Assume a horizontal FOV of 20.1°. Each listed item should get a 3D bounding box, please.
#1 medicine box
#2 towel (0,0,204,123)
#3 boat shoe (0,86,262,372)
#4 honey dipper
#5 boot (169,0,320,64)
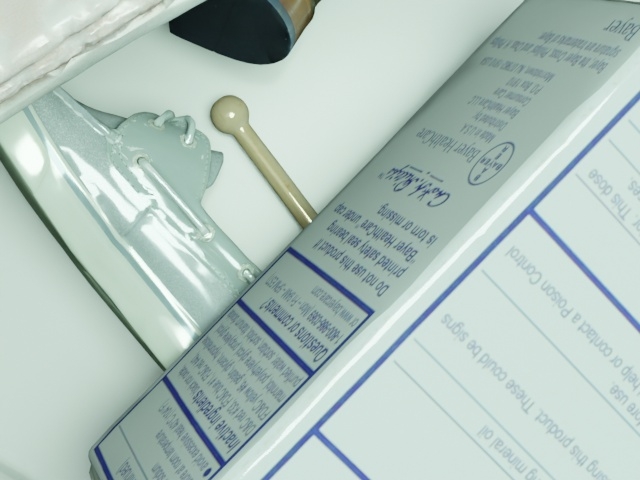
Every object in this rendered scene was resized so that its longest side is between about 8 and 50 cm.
[{"bbox_3d":[0.100,0.090,0.746,0.289,0.149,0.263,-45,108,-3],"label":"medicine box"},{"bbox_3d":[-0.115,-0.213,0.752,0.332,0.053,0.317,-31,63,-4],"label":"towel"},{"bbox_3d":[-0.076,-0.014,0.807,0.081,0.079,0.227,-39,98,-9],"label":"boat shoe"},{"bbox_3d":[0.000,0.000,0.832,0.030,0.030,0.160,-38,89,-3],"label":"honey dipper"},{"bbox_3d":[-0.083,-0.169,0.819,0.219,0.082,0.106,30,61,8],"label":"boot"}]
